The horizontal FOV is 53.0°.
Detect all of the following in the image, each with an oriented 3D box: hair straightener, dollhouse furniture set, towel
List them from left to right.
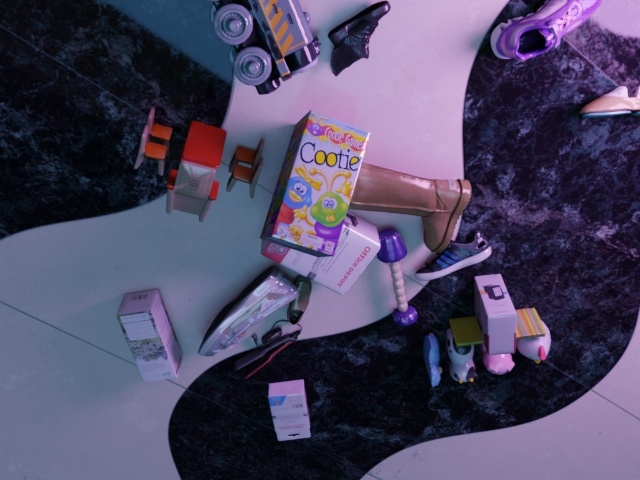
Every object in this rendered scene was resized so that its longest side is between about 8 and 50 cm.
[{"bbox_3d":[-0.250,-0.173,1.348,0.262,0.259,0.135,14,129,-13],"label":"dollhouse furniture set"},{"bbox_3d":[-0.148,0.288,1.755,0.230,0.047,0.089,-35,117,17],"label":"hair straightener"},{"bbox_3d":[0.472,0.233,1.722,0.237,0.102,0.021,-8,126,2],"label":"towel"}]

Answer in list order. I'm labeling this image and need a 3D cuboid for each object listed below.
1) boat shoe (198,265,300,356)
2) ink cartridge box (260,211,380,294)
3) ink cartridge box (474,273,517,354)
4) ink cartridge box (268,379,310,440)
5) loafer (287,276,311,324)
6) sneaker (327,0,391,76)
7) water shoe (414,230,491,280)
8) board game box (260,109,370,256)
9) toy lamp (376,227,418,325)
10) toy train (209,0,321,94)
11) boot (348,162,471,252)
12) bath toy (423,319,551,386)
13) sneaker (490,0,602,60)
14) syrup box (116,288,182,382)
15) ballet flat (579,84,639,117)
[{"bbox_3d":[-0.194,0.201,1.658,0.103,0.118,0.320,42,104,-12],"label":"boat shoe"},{"bbox_3d":[0.000,0.000,1.556,0.237,0.100,0.172,27,116,-17],"label":"ink cartridge box"},{"bbox_3d":[0.446,0.188,1.651,0.072,0.175,0.127,-7,121,4],"label":"ink cartridge box"},{"bbox_3d":[-0.089,0.497,1.877,0.104,0.060,0.180,-7,121,0],"label":"ink cartridge box"},{"bbox_3d":[-0.055,0.162,1.681,0.056,0.050,0.148,7,121,-7],"label":"loafer"},{"bbox_3d":[0.084,-0.419,1.338,0.170,0.051,0.089,-26,119,18],"label":"sneaker"},{"bbox_3d":[0.326,0.037,1.627,0.203,0.073,0.080,-22,93,11],"label":"water shoe"},{"bbox_3d":[-0.014,-0.116,1.385,0.144,0.142,0.275,18,83,-13],"label":"board game box"},{"bbox_3d":[0.194,0.094,1.637,0.080,0.080,0.275,-13,120,5],"label":"toy lamp"},{"bbox_3d":[-0.126,-0.457,1.259,0.190,0.142,0.334,-25,120,1],"label":"toy train"},{"bbox_3d":[0.186,-0.077,1.504,0.269,0.089,0.236,6,134,-10],"label":"boot"},{"bbox_3d":[0.462,0.311,1.754,0.348,0.129,0.151,-11,121,3],"label":"bath toy"},{"bbox_3d":[0.472,-0.439,1.313,0.236,0.104,0.095,-30,117,13],"label":"sneaker"},{"bbox_3d":[-0.445,0.254,1.690,0.093,0.096,0.237,-9,122,5],"label":"syrup box"},{"bbox_3d":[0.691,-0.310,1.433,0.232,0.080,0.073,-1,93,-5],"label":"ballet flat"}]
